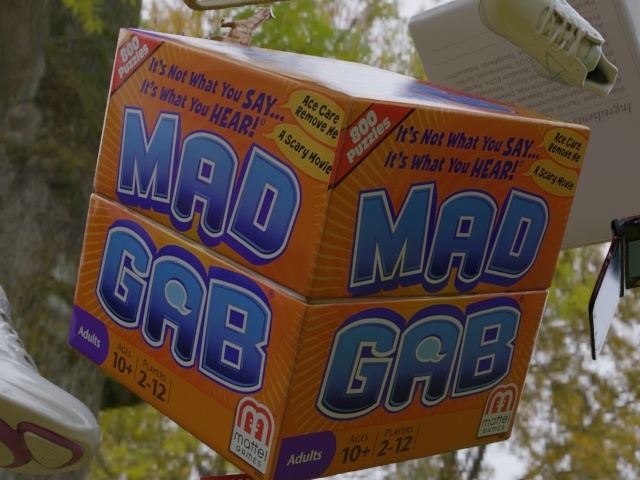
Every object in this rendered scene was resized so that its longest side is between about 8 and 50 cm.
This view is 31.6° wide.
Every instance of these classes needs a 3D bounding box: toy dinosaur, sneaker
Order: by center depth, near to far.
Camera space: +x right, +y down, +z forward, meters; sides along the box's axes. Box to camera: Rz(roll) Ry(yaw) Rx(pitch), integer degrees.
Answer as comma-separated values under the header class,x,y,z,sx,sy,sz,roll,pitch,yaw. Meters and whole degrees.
class,x,y,z,sx,sy,sz,roll,pitch,yaw
sneaker,0.165,-0.147,0.792,0.152,0.061,0.053,25,-81,-50
sneaker,-0.294,0.087,0.951,0.305,0.152,0.114,22,-40,24
toy dinosaur,-0.118,-0.235,1.432,0.112,0.211,0.064,2,-35,21

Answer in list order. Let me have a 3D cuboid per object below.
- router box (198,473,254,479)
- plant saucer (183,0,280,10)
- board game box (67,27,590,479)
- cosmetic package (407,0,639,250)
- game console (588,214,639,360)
class,x,y,z,sx,sy,sz,roll,pitch,yaw
router box,-0.065,0.449,1.112,0.082,0.301,0.335,-4,-48,-7
plant saucer,-0.053,-0.382,0.996,0.081,0.333,0.332,16,-71,17
board game box,0.000,0.000,1.197,0.357,0.356,0.356,-1,-73,-44
cosmetic package,0.396,-0.224,1.665,0.327,0.329,0.393,-14,-78,41
game console,0.307,0.042,1.065,0.124,0.085,0.144,-12,-28,9
